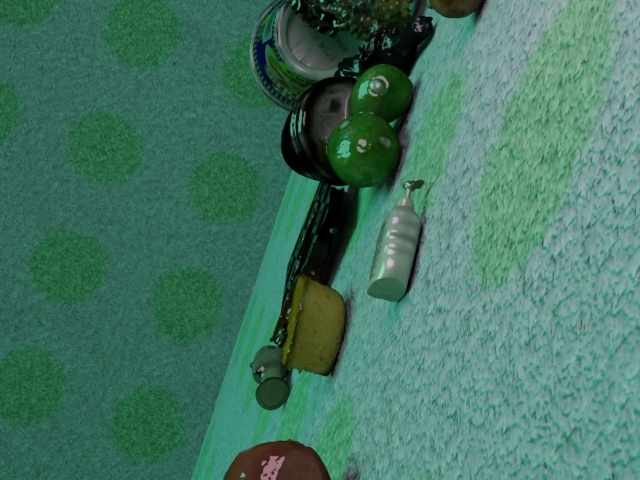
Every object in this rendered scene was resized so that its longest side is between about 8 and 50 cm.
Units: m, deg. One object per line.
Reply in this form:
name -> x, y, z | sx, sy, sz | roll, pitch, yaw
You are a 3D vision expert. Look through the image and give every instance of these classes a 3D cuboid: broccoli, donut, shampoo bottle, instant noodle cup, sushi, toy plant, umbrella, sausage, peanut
broccoli -> 0.085, -0.526, 1.898 | 0.281, 0.293, 0.348 | 17, -76, -59
donut -> -0.013, 0.129, 1.589 | 0.217, 0.085, 0.141 | -113, 42, -79
shampoo bottle -> 0.092, -0.006, 1.245 | 0.077, 0.045, 0.152 | 116, 168, -62
instant noodle cup -> -0.006, -0.409, 2.160 | 0.312, 0.284, 0.284 | -153, 82, -84
sushi -> 0.000, 0.000, 1.948 | 0.292, 0.059, 0.294 | -85, 14, -61
toy plant -> 0.046, -0.168, 1.624 | 0.235, 0.175, 0.218 | -14, 47, 52
umbrella -> 0.108, -0.301, 1.767 | 0.340, 0.118, 0.118 | 154, 135, -68
sausage -> -0.056, 0.332, 1.137 | 0.148, 0.148, 0.254 | 119, 167, -59
peanut -> 0.176, -0.337, 1.339 | 0.152, 0.076, 0.076 | -72, 4, -50

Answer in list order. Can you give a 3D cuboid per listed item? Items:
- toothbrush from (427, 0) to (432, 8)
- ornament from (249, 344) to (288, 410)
toothbrush -> 0.220, -0.517, 1.697 | 0.030, 0.030, 0.304 | 158, 127, -82
ornament -> -0.096, 0.251, 1.982 | 0.156, 0.081, 0.075 | -100, 25, -67
